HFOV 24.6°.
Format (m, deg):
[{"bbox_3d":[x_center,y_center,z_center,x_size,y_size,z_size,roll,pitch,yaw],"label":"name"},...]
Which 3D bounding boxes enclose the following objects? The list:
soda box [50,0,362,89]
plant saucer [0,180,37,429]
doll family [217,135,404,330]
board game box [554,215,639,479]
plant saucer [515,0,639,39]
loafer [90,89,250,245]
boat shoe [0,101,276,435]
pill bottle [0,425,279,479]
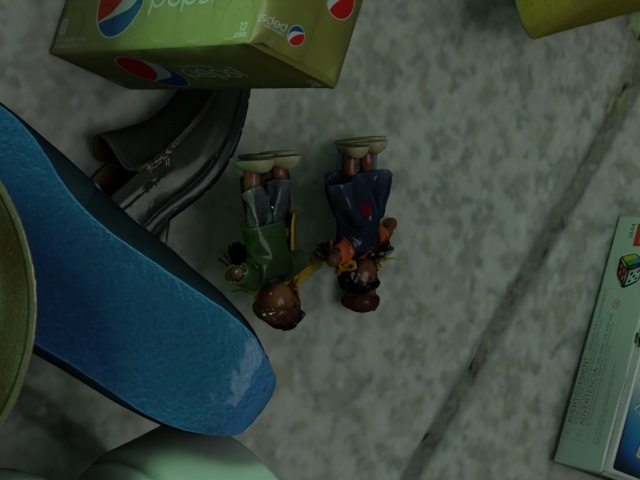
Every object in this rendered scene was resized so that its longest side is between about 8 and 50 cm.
[{"bbox_3d":[-0.060,-0.113,0.741,0.058,0.181,0.061,23,80,-38],"label":"soda box"},{"bbox_3d":[-0.220,0.025,0.661,0.198,0.036,0.199,0,94,5],"label":"plant saucer"},{"bbox_3d":[0.000,0.000,0.866,0.193,0.076,0.111,-12,101,-45],"label":"doll family"},{"bbox_3d":[0.319,0.121,1.159,0.305,0.053,0.193,25,79,-38],"label":"board game box"},{"bbox_3d":[0.240,-0.324,0.994,0.332,0.081,0.333,-21,108,-47],"label":"plant saucer"},{"bbox_3d":[-0.096,-0.040,0.800,0.061,0.062,0.170,39,69,-28],"label":"loafer"},{"bbox_3d":[-0.140,0.013,0.721,0.258,0.089,0.109,44,86,0],"label":"boat shoe"},{"bbox_3d":[-0.188,0.244,0.646,0.407,0.229,0.229,-27,111,-34],"label":"pill bottle"}]
